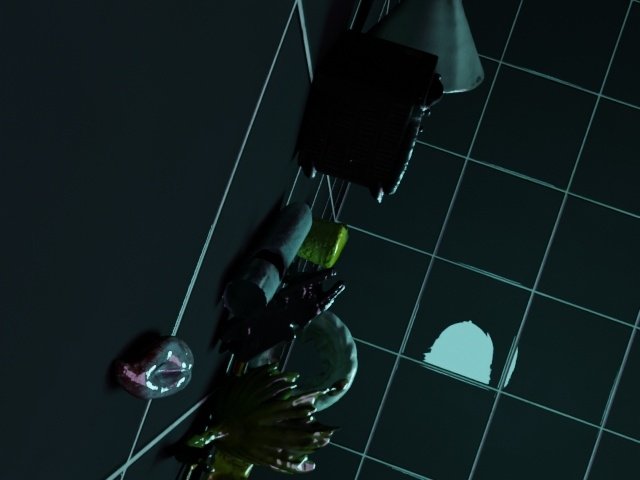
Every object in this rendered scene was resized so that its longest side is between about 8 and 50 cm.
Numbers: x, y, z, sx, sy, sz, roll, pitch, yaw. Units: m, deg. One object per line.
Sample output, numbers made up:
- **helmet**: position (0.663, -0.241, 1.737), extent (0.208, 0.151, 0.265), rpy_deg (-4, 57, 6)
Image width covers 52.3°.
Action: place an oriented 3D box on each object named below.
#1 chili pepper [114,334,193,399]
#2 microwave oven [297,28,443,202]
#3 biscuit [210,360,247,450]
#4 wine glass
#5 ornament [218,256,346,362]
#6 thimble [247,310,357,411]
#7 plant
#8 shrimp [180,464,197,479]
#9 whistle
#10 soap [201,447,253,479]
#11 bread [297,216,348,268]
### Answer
- **chili pepper**: position (-0.135, 0.108, 0.557), extent (0.153, 0.041, 0.050), rpy_deg (85, -17, -82)
- **microwave oven**: position (0.087, -0.211, 1.071), extent (0.247, 0.188, 0.178), rpy_deg (-67, 176, -54)
- **biscuit**: position (-0.155, 0.260, 1.206), extent (0.048, 0.026, 0.292), rpy_deg (-57, 168, -73)
- **wine glass**: position (0.224, -0.505, 1.182), extent (0.267, 0.267, 0.406), rpy_deg (-67, 171, -51)
- **ornament**: position (-0.075, 0.102, 1.011), extent (0.202, 0.080, 0.236), rpy_deg (-33, -170, -9)
- **thimble**: position (-0.043, 0.235, 1.336), extent (0.150, 0.237, 0.237), rpy_deg (110, 0, -72)
- **plant**: position (-0.138, 0.264, 1.007), extent (0.333, 0.251, 0.180), rpy_deg (27, 59, -51)
- **shrimp**: position (-0.214, 0.400, 1.065), extent (0.178, 0.034, 0.124), rpy_deg (67, 36, -78)
- **whistle**: position (-0.067, 0.018, 0.956), extent (0.312, 0.062, 0.062), rpy_deg (-64, 172, -66)
- **soap**: position (-0.192, 0.477, 1.225), extent (0.160, 0.080, 0.258), rpy_deg (93, 22, -85)
- **bread**: position (0.000, 0.000, 1.489), extent (0.129, 0.114, 0.111), rpy_deg (-24, 134, -86)
